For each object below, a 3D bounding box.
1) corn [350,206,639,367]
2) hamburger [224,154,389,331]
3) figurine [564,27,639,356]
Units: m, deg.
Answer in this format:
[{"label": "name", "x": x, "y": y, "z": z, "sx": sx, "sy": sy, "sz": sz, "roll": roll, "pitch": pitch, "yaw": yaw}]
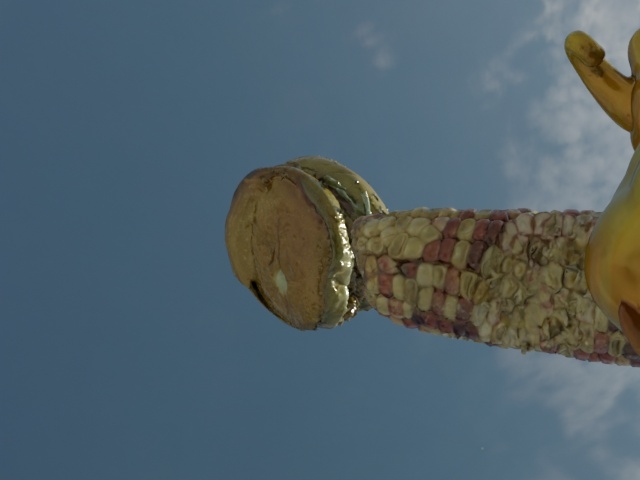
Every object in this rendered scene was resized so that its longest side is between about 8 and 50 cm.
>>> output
[{"label": "corn", "x": 0.153, "y": 0.025, "z": 0.635, "sx": 0.290, "sy": 0.098, "sz": 0.098, "roll": 5, "pitch": -101, "yaw": 19}, {"label": "hamburger", "x": 0.000, "y": 0.000, "z": 0.978, "sx": 0.185, "sy": 0.113, "sz": 0.177, "roll": -41, "pitch": -114, "yaw": 42}, {"label": "figurine", "x": 0.183, "y": -0.022, "z": 0.476, "sx": 0.131, "sy": 0.156, "sz": 0.246, "roll": -9, "pitch": -145, "yaw": 9}]
